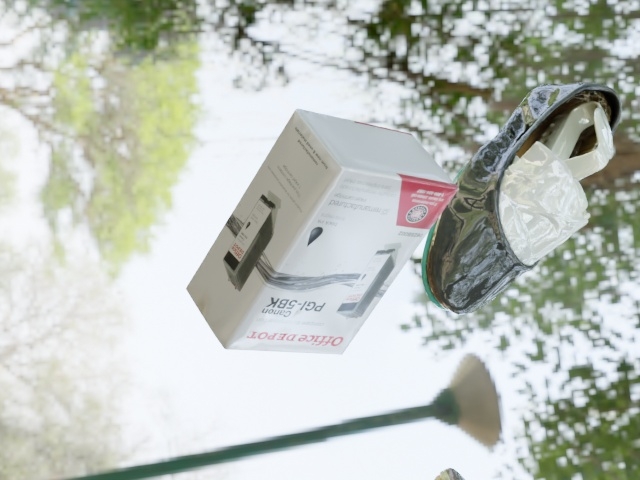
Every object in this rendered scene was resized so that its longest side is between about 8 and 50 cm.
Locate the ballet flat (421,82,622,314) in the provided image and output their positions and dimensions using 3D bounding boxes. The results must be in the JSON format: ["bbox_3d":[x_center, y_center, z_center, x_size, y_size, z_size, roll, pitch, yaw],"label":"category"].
[{"bbox_3d":[0.169,-0.050,0.984,0.096,0.280,0.095,-13,-60,39],"label":"ballet flat"}]

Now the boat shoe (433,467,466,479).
[{"bbox_3d":[0.135,0.309,1.208,0.072,0.068,0.190,-36,-139,16],"label":"boat shoe"}]

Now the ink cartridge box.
[{"bbox_3d":[0.000,0.000,0.722,0.135,0.099,0.056,-57,-131,25],"label":"ink cartridge box"}]
